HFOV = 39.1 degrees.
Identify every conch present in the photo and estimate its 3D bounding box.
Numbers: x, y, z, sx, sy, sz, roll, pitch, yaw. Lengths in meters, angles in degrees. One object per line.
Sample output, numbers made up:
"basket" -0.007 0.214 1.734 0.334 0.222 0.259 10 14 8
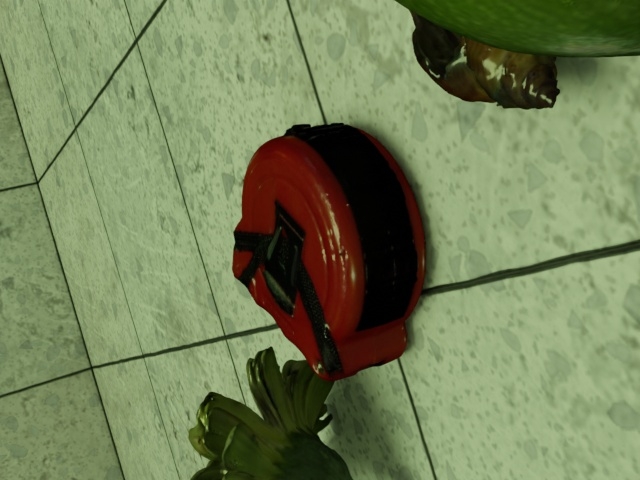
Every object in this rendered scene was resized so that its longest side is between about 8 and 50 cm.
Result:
"conch" 0.126 -0.148 0.699 0.080 0.086 0.233 41 179 -24

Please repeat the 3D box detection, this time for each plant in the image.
"plant" -0.036 0.299 1.042 0.297 0.306 0.261 42 116 4

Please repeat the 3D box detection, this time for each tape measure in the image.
"tape measure" 0.000 0.000 0.959 0.253 0.114 0.260 46 141 41

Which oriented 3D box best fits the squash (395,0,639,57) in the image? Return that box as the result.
"squash" 0.109 -0.221 0.442 0.310 0.309 0.310 40 138 49
